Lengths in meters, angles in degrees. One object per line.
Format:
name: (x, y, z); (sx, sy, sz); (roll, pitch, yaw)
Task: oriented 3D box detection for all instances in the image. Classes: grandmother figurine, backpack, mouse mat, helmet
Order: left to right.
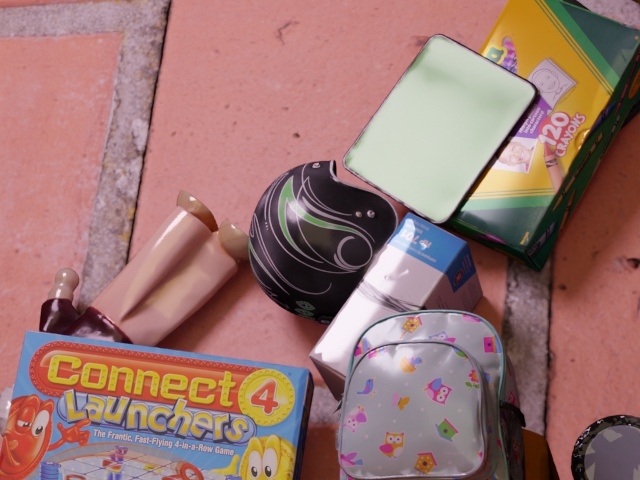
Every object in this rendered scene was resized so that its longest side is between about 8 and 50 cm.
grandmother figurine: (-0.233, 0.099, 1.865); (0.208, 0.104, 0.342); (31, 72, 35)
helmet: (0.000, 0.000, 1.820); (0.161, 0.169, 0.169); (30, 74, 15)
backpack: (0.097, 0.153, 1.494); (0.166, 0.144, 0.188); (-6, 60, 18)
mouse mat: (0.130, -0.124, 1.832); (0.152, 0.007, 0.189); (33, 86, 28)

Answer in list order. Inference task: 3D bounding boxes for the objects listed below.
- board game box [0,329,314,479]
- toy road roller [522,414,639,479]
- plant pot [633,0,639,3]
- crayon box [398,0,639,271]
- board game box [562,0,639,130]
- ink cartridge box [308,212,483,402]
board game box: (-0.179, 0.265, 1.719); (0.308, 0.086, 0.302); (7, 73, 4)
toy road roller: (0.202, 0.312, 1.584); (0.329, 0.202, 0.240); (-4, 63, 12)
plant pot: (0.385, -0.321, 1.918); (0.134, 0.095, 0.134); (-6, 62, 11)
crayon box: (0.229, -0.125, 1.845); (0.165, 0.081, 0.278); (26, 81, 27)
board game box: (0.292, -0.200, 1.920); (0.126, 0.026, 0.186); (-43, 62, -8)
ink cartridge box: (0.084, 0.088, 1.763); (0.082, 0.139, 0.190); (30, 74, 24)
